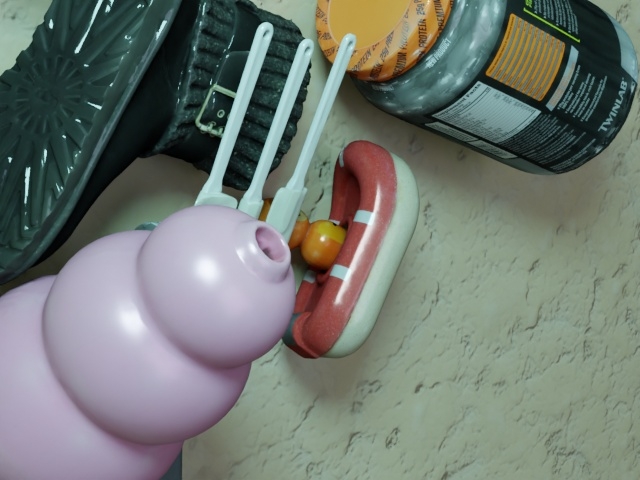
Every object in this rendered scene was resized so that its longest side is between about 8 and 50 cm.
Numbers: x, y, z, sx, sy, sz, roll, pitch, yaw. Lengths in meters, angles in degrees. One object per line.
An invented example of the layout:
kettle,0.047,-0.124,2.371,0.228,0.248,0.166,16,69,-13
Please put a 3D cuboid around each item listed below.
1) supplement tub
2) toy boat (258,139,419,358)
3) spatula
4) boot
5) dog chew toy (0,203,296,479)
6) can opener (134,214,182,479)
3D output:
supplement tub,0.169,-0.206,1.338,0.338,0.207,0.207,18,85,-42
toy boat,0.000,0.000,1.289,0.151,0.151,0.231,26,79,-12
spatula,-0.047,-0.078,1.137,0.168,0.019,0.242,-2,119,-52
boot,-0.161,-0.087,1.117,0.348,0.131,0.260,-55,150,3
dog chew toy,-0.152,0.087,1.017,0.207,0.332,0.206,34,36,-29
can opener,-0.144,0.117,1.201,0.095,0.076,0.283,-7,103,-40
